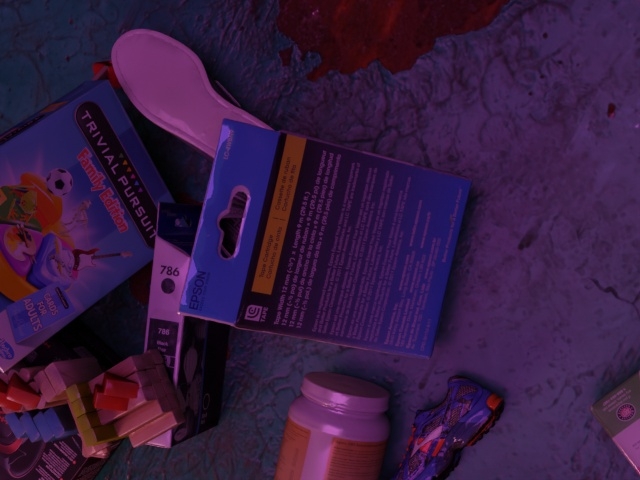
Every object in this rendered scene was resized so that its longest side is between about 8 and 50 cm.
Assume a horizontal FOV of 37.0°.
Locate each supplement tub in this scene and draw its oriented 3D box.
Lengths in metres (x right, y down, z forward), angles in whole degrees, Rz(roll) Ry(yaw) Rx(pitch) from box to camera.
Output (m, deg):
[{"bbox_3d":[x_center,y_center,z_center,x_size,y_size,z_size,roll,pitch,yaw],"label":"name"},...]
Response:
[{"bbox_3d":[0.016,0.294,1.317,0.144,0.144,0.200,14,94,16],"label":"supplement tub"}]

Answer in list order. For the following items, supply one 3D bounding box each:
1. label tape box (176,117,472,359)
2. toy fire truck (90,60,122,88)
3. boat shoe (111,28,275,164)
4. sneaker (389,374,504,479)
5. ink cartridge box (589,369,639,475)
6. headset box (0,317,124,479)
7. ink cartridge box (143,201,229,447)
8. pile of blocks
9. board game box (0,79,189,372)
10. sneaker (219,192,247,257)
[{"bbox_3d":[0.000,0.000,1.241,0.347,0.115,0.249,12,93,-19],"label":"label tape box"},{"bbox_3d":[-0.345,-0.178,1.422,0.047,0.192,0.135,14,123,17],"label":"toy fire truck"},{"bbox_3d":[-0.175,-0.181,1.389,0.319,0.099,0.116,39,81,11],"label":"boat shoe"},{"bbox_3d":[0.155,0.277,1.320,0.221,0.083,0.087,-48,65,6],"label":"sneaker"},{"bbox_3d":[0.467,0.252,1.191,0.154,0.093,0.212,-40,65,13],"label":"ink cartridge box"},{"bbox_3d":[-0.427,0.281,1.464,0.218,0.110,0.293,39,100,13],"label":"headset box"},{"bbox_3d":[-0.186,0.114,1.364,0.065,0.165,0.333,6,93,18],"label":"ink cartridge box"},{"bbox_3d":[-0.364,0.226,1.296,0.362,0.112,0.149,-4,87,28],"label":"pile of blocks"},{"bbox_3d":[-0.373,-0.027,1.303,0.079,0.336,0.254,8,131,51],"label":"board game box"},{"bbox_3d":[-0.056,0.048,1.339,0.281,0.115,0.105,37,101,-1],"label":"sneaker"}]
